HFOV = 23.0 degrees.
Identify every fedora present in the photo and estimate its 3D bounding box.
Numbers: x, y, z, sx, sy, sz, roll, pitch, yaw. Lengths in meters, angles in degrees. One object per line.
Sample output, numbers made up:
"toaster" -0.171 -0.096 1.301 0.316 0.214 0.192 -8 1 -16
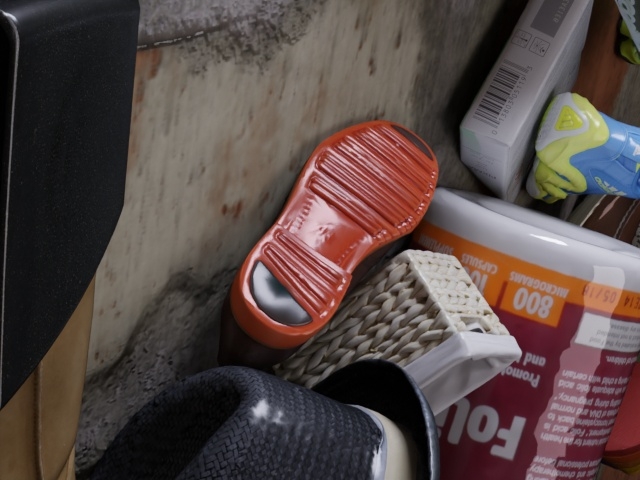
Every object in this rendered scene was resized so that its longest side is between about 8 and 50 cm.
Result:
"fedora" -0.075 0.199 1.080 0.152 0.334 0.334 36 75 -24

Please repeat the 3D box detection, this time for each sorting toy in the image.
"sorting toy" 0.230 0.283 1.665 0.365 0.127 0.126 -37 134 -12

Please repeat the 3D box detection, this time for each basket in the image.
"basket" 0.054 0.091 1.250 0.167 0.103 0.113 -37 160 21

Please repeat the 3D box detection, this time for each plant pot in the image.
"plant pot" -0.184 -0.055 0.743 0.167 0.188 0.188 -43 145 -60

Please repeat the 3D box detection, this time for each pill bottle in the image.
"pill bottle" 0.138 0.168 1.392 0.224 0.224 0.392 5 104 -61

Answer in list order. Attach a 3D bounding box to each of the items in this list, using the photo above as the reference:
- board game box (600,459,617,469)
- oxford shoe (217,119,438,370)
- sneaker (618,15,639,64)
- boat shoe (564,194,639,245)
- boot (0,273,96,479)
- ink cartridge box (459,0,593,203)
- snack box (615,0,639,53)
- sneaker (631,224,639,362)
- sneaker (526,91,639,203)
"board game box" 0.450 0.112 2.078 0.208 0.056 0.347 -36 138 -51
"oxford shoe" 0.000 0.000 1.205 0.271 0.097 0.098 -46 176 -43
"sneaker" 0.417 -0.314 1.639 0.111 0.121 0.300 -2 111 -60
"boat shoe" 0.270 0.079 1.625 0.324 0.116 0.123 -62 160 6
"boot" -0.212 0.102 0.895 0.236 0.089 0.270 -41 143 -57
"ink cartridge box" 0.192 -0.132 1.477 0.181 0.056 0.225 -61 170 -13
"snack box" 0.346 -0.267 1.478 0.187 0.060 0.322 -48 120 -31
"sneaker" 0.338 0.121 1.744 0.158 0.182 0.410 -1 111 -60
"sneaker" 0.269 -0.067 1.512 0.091 0.126 0.240 -65 168 -2
